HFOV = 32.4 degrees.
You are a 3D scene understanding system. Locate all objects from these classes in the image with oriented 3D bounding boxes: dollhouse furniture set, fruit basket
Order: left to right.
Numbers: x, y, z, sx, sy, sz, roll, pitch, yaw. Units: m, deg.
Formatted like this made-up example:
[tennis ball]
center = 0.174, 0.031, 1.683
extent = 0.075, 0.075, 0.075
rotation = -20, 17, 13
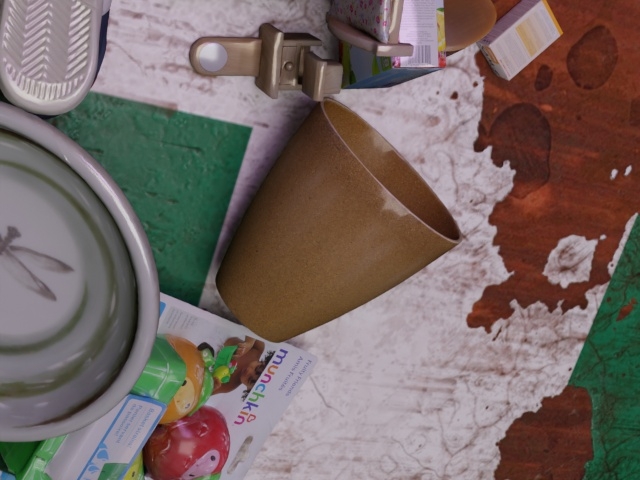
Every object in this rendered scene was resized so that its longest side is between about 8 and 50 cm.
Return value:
[fruit basket]
center = -0.198, 0.237, 1.366
extent = 0.353, 0.165, 0.327
rotation = 28, 98, -36
[dollhouse furniture set]
center = -0.019, -0.255, 1.114
extent = 0.173, 0.355, 0.303
rotation = -4, 114, -22

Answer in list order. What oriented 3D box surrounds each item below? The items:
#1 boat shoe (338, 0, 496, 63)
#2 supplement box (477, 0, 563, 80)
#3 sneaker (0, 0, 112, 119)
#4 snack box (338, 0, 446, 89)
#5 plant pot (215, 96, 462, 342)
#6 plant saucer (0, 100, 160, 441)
[boat shoe]
center = 0.114, -0.248, 1.356
extent = 0.207, 0.073, 0.073
rotation = -21, 89, -12
[supplement box]
center = 0.259, -0.265, 1.435
extent = 0.098, 0.036, 0.062
rotation = -40, 123, -5
[sneaker]
center = -0.264, -0.291, 1.133
extent = 0.131, 0.148, 0.350
rotation = 15, 81, -14
[snack box]
center = 0.073, -0.280, 1.217
extent = 0.070, 0.174, 0.207
rotation = -4, 92, -17
[plant pot]
center = 0.000, 0.000, 1.334
extent = 0.254, 0.237, 0.237
rotation = -45, 124, 15
[plant saucer]
center = -0.352, 0.024, 1.173
extent = 0.400, 0.100, 0.401
rotation = 4, 115, 10
